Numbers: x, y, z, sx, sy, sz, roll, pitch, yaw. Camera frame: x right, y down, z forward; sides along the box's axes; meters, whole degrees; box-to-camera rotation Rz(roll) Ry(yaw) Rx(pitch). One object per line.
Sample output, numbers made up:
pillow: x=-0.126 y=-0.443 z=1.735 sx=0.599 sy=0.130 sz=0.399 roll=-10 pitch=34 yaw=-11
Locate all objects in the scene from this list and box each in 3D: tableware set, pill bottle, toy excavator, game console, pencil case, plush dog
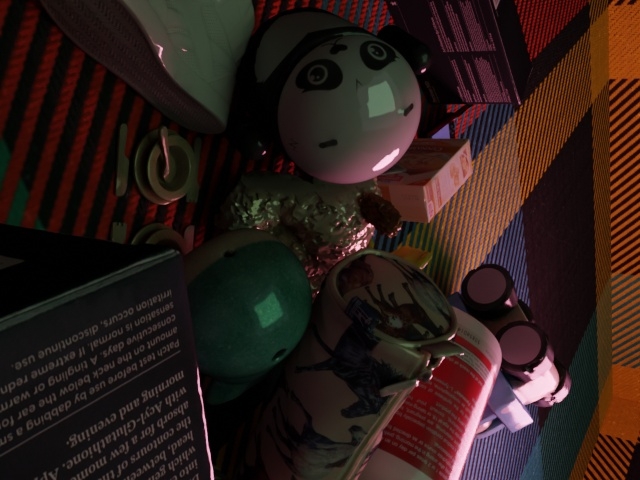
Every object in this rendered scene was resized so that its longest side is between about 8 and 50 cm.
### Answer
tableware set: x=-0.174 y=-0.030 z=0.803 sx=0.128 sy=0.039 sz=0.194 roll=0 pitch=96 yaw=-56
pill bottle: x=0.132 y=0.315 z=1.159 sx=0.408 sy=0.228 sz=0.229 roll=-60 pitch=140 yaw=-31
toy excavator: x=0.279 y=0.335 z=1.420 sx=0.222 sy=0.445 sz=0.433 roll=45 pitch=18 yaw=-49
game console: x=0.262 y=-0.207 z=1.383 sx=0.144 sy=0.085 sz=0.124 roll=-39 pitch=127 yaw=-46
pencil case: x=0.017 y=0.220 z=0.884 sx=0.159 sy=0.184 sz=0.411 roll=9 pitch=121 yaw=-27
plush dog: x=0.000 y=0.000 z=0.965 sx=0.262 sy=0.210 sz=0.226 roll=-45 pitch=156 yaw=-42

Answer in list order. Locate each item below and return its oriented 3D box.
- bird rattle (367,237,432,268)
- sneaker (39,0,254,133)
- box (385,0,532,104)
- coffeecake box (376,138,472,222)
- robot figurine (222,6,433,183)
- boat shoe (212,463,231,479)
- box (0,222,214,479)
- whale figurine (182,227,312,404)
bird rattle: x=0.081 y=0.116 z=1.118 sx=0.207 sy=0.143 sz=0.254 roll=99 pitch=6 yaw=-61
sneaker: x=-0.166 y=-0.253 z=0.725 sx=0.292 sy=0.108 sz=0.169 roll=46 pitch=56 yaw=-61
box: x=0.251 y=-0.364 z=1.248 sx=0.261 sy=0.184 sz=0.103 roll=54 pitch=50 yaw=-46
coffeecake box: x=0.153 y=-0.106 z=1.187 sx=0.185 sy=0.142 sz=0.068 roll=-44 pitch=130 yaw=-44
robot figurine: x=0.002 y=-0.179 z=0.834 sx=0.173 sy=0.278 sz=0.209 roll=19 pitch=109 yaw=-31
boat shoe: x=-0.181 y=0.331 z=0.830 sx=0.223 sy=0.073 sz=0.080 roll=-17 pitch=110 yaw=-54
box: x=-0.246 y=0.202 z=0.510 sx=0.212 sy=0.293 sz=0.396 roll=-27 pitch=118 yaw=-51
whale figurine: x=-0.089 y=0.115 z=0.823 sx=0.216 sy=0.141 sz=0.272 roll=-29 pitch=145 yaw=-28
